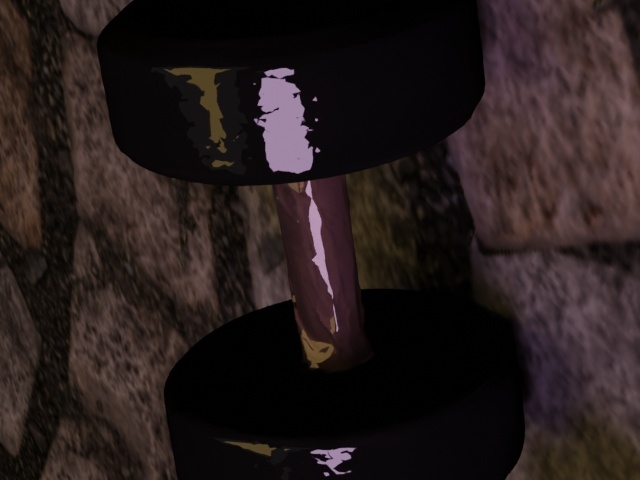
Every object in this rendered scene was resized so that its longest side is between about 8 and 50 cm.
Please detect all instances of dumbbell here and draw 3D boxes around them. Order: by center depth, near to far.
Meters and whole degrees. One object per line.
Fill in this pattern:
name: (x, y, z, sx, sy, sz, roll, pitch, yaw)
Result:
dumbbell: (0.000, 0.000, 0.802, 0.152, 0.152, 0.218, 25, 130, 53)
